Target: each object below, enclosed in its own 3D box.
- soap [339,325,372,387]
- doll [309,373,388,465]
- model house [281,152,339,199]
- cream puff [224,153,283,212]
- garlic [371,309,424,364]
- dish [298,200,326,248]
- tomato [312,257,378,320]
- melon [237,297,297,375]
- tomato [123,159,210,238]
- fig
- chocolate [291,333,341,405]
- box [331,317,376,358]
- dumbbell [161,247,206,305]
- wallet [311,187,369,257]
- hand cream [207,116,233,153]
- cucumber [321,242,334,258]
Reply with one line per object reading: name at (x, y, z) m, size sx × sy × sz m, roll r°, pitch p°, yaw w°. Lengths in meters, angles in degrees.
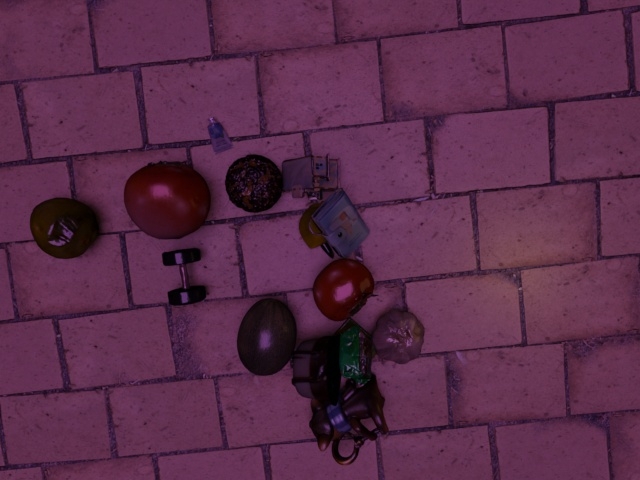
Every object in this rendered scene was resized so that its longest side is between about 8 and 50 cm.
soap at (0.145, 0.457, 1.644) m, size 0.098 × 0.273 × 0.218 m, roll -4°, pitch 70°, yaw 14°
doll at (0.125, 0.732, 1.766) m, size 0.340 × 0.209 × 0.318 m, roll -28°, pitch 61°, yaw 2°
model house at (-0.006, -0.250, 1.681) m, size 0.206 × 0.271 × 0.178 m, roll -6°, pitch 94°, yaw -34°
cream puff at (-0.268, -0.226, 1.685) m, size 0.239 × 0.165 × 0.239 m, roll 1°, pitch 96°, yaw 13°
garlic at (0.321, 0.393, 1.730) m, size 0.228 × 0.152 × 0.228 m, roll 1°, pitch 87°, yaw -11°
dish at (-0.009, -0.069, 1.722) m, size 0.149 × 0.080 × 0.208 m, roll 14°, pitch 82°, yaw -8°
tomato at (0.091, 0.193, 1.683) m, size 0.256 × 0.256 × 0.224 m, roll -44°, pitch 77°, yaw 4°
melon at (-0.215, 0.385, 1.706) m, size 0.237 × 0.237 × 0.302 m, roll 9°, pitch 90°, yaw 0°
tomato at (-0.589, -0.152, 1.637) m, size 0.321 × 0.321 × 0.321 m, roll 0°, pitch 95°, yaw 1°
fig at (-1.041, -0.059, 1.695) m, size 0.271 × 0.239 × 0.239 m, roll 24°, pitch 95°, yaw 13°
chocolate at (-0.018, 0.513, 1.694) m, size 0.186 × 0.283 × 0.283 m, roll 1°, pitch 95°, yaw 8°
box at (0.156, 0.434, 1.806) m, size 0.193 × 0.030 × 0.121 m, roll 41°, pitch 94°, yaw -2°
dumbbell at (-0.557, 0.145, 1.735) m, size 0.152 × 0.152 × 0.218 m, roll -7°, pitch 94°, yaw 2°
wallet at (0.084, -0.061, 1.672) m, size 0.176 × 0.075 × 0.250 m, roll -47°, pitch 129°, yaw -11°
hand cream at (-0.423, -0.436, 1.740) m, size 0.084 × 0.053 × 0.142 m, roll -19°, pitch 104°, yaw 2°
cucumber at (0.000, 0.000, 1.771) m, size 0.036 × 0.033 × 0.184 m, roll -41°, pitch 90°, yaw -18°
